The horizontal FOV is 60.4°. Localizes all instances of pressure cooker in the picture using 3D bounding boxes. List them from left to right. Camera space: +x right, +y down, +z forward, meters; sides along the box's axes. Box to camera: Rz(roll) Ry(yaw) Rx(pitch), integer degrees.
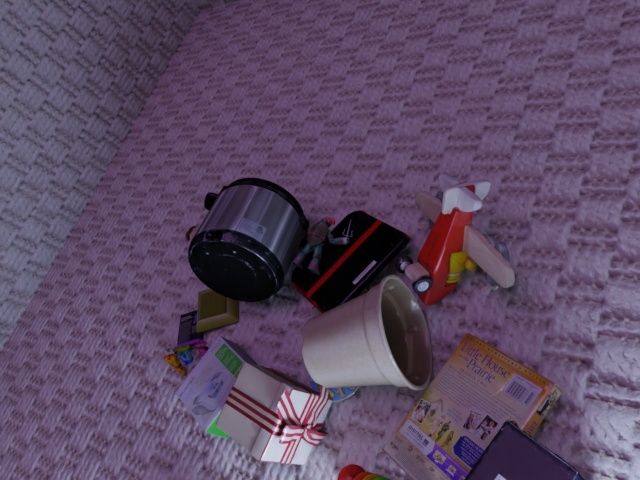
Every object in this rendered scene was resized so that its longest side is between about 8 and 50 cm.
[{"bbox_3d":[-0.249,-0.026,2.059,0.376,0.369,0.420,-13,40,32],"label":"pressure cooker"}]

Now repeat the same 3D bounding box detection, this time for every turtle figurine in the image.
[{"bbox_3d":[0.000,0.000,1.951,0.175,0.118,0.234,14,69,52],"label":"turtle figurine"}]

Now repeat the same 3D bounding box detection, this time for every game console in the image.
[{"bbox_3d":[0.092,0.073,1.929,0.386,0.060,0.342,-46,36,-6],"label":"game console"}]

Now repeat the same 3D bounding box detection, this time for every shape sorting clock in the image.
[{"bbox_3d":[0.050,0.423,1.795,0.206,0.040,0.206,-18,53,25],"label":"shape sorting clock"}]

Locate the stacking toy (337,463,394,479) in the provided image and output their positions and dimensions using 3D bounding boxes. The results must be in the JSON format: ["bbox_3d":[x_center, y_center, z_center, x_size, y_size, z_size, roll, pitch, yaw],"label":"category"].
[{"bbox_3d":[0.158,0.679,1.458,0.330,0.141,0.141,-4,56,61],"label":"stacking toy"}]

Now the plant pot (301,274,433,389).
[{"bbox_3d":[0.125,0.303,1.638,0.306,0.334,0.333,-21,51,28],"label":"plant pot"}]

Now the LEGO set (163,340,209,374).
[{"bbox_3d":[-0.527,0.467,2.143,0.227,0.093,0.087,-14,23,32],"label":"LEGO set"}]

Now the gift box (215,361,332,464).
[{"bbox_3d":[-0.129,0.519,1.695,0.258,0.255,0.276,19,86,40],"label":"gift box"}]

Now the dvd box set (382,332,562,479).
[{"bbox_3d":[0.392,0.485,1.469,0.420,0.062,0.308,-53,35,-6],"label":"dvd box set"}]

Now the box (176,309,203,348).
[{"bbox_3d":[-0.525,0.364,2.237,0.116,0.029,0.162,-18,54,23],"label":"box"}]

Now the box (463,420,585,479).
[{"bbox_3d":[0.443,0.605,1.231,0.183,0.294,0.296,33,83,42],"label":"box"}]

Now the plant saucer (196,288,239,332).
[{"bbox_3d":[-0.421,0.257,2.204,0.188,0.045,0.188,-16,52,14],"label":"plant saucer"}]

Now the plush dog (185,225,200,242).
[{"bbox_3d":[-0.439,0.026,2.264,0.263,0.225,0.210,27,79,43],"label":"plush dog"}]

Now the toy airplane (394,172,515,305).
[{"bbox_3d":[0.426,-0.013,1.669,0.384,0.273,0.385,-29,58,58],"label":"toy airplane"}]

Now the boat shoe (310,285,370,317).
[{"bbox_3d":[0.070,0.211,1.910,0.233,0.084,0.079,-30,18,22],"label":"boat shoe"}]

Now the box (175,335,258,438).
[{"bbox_3d":[-0.344,0.515,1.950,0.231,0.127,0.261,34,85,41],"label":"box"}]
